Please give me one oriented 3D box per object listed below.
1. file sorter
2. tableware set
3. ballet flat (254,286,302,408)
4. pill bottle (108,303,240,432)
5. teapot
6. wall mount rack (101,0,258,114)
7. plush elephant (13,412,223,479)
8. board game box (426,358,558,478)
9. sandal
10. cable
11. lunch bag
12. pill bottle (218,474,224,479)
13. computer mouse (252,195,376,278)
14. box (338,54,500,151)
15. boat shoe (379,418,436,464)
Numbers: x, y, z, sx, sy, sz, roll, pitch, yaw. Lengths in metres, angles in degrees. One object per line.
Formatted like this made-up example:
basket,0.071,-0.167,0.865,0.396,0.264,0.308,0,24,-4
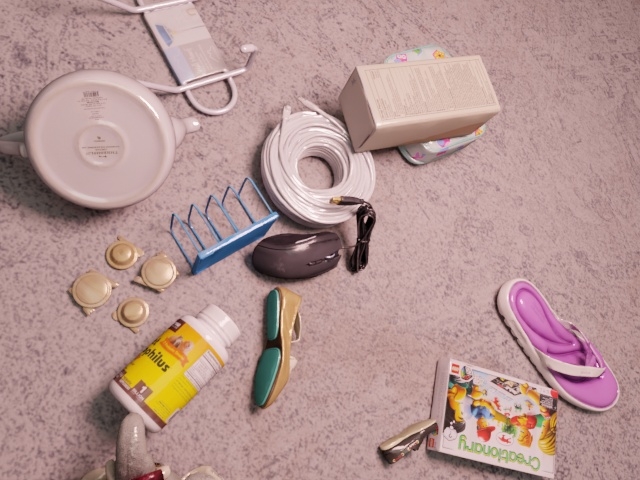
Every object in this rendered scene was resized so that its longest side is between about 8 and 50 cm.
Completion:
file sorter,-0.190,-0.030,0.934,0.170,0.118,0.104,-32,84,-26
tableware set,-0.354,0.076,0.890,0.141,0.020,0.169,35,66,-7
ballet flat,-0.072,0.205,0.937,0.073,0.080,0.232,18,70,-32
pill bottle,-0.243,0.212,0.840,0.117,0.117,0.215,47,63,-4
teapot,-0.386,-0.184,0.867,0.256,0.187,0.252,38,96,-28
wall mount rack,-0.312,-0.420,0.989,0.304,0.130,0.350,-27,85,-26
plush elephant,-0.267,0.379,0.682,0.272,0.255,0.330,-3,113,-10
board game box,0.388,0.395,1.078,0.305,0.053,0.193,19,69,-16
sandal,0.591,0.261,1.171,0.416,0.102,0.169,43,64,-6
cable,-0.007,-0.153,1.059,0.257,0.089,0.257,27,68,-14
lunch bag,0.257,-0.339,1.207,0.224,0.108,0.279,-23,83,-21
pill bottle,-0.204,0.473,0.797,0.160,0.087,0.087,-43,93,-25
computer mouse,0.000,0.000,0.975,0.262,0.060,0.184,-1,119,-22
box,0.212,-0.299,1.057,0.311,0.121,0.148,-11,78,-19
boat shoe,0.185,0.409,0.995,0.133,0.049,0.042,-23,82,-20
